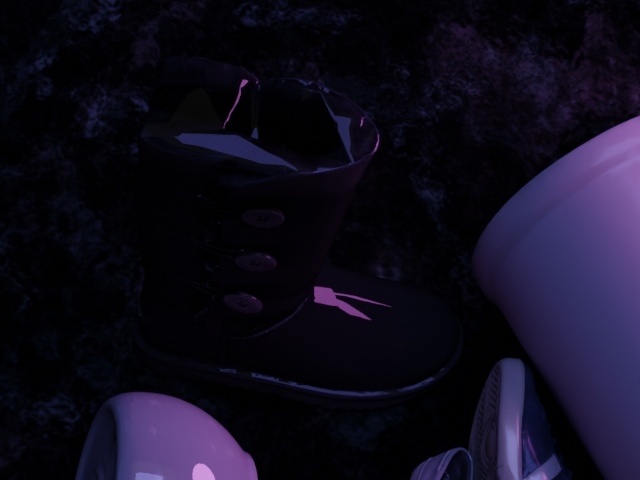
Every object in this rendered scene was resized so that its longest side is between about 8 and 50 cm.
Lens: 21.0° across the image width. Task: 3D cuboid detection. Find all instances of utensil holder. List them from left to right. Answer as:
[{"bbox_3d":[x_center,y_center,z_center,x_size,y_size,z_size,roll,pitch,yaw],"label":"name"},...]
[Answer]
[{"bbox_3d":[0.388,0.105,1.771,0.327,0.328,0.385,-19,62,-20],"label":"utensil holder"}]

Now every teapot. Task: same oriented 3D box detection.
[{"bbox_3d":[-0.132,0.267,1.651,0.187,0.252,0.256,11,66,-18],"label":"teapot"}]

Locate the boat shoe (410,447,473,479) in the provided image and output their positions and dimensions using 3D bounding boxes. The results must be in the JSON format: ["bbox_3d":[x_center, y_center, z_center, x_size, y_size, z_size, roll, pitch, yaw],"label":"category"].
[{"bbox_3d":[0.122,0.274,1.735,0.066,0.063,0.184,45,29,-8],"label":"boat shoe"}]

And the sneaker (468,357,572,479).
[{"bbox_3d":[0.240,0.287,1.752,0.148,0.131,0.350,3,63,-10],"label":"sneaker"}]

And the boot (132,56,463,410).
[{"bbox_3d":[-0.002,0.000,1.707,0.367,0.445,0.146,1,56,-8],"label":"boot"}]
